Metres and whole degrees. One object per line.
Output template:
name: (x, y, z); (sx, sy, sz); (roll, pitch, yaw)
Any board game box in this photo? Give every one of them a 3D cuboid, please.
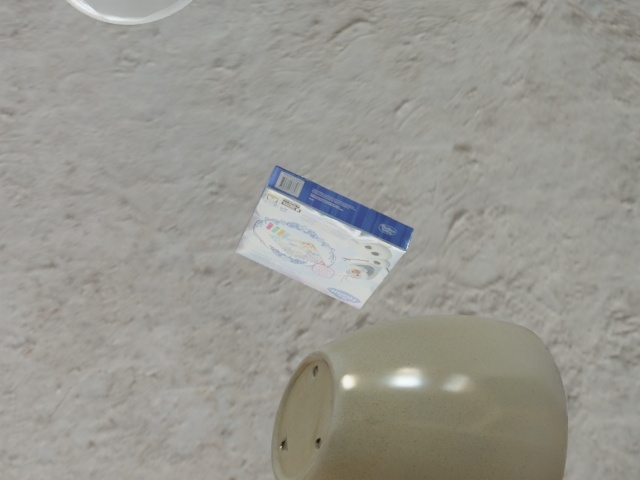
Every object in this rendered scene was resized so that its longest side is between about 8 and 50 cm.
board game box: (0.000, 0.000, 0.698); (0.090, 0.020, 0.090); (25, 149, -5)

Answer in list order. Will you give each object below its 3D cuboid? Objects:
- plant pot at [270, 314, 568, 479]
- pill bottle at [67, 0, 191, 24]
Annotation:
plant pot: (0.067, 0.188, 1.064); (0.190, 0.284, 0.284); (19, 108, -22)
pill bottle: (-0.138, -0.227, 0.719); (0.112, 0.187, 0.112); (-15, 134, -17)
